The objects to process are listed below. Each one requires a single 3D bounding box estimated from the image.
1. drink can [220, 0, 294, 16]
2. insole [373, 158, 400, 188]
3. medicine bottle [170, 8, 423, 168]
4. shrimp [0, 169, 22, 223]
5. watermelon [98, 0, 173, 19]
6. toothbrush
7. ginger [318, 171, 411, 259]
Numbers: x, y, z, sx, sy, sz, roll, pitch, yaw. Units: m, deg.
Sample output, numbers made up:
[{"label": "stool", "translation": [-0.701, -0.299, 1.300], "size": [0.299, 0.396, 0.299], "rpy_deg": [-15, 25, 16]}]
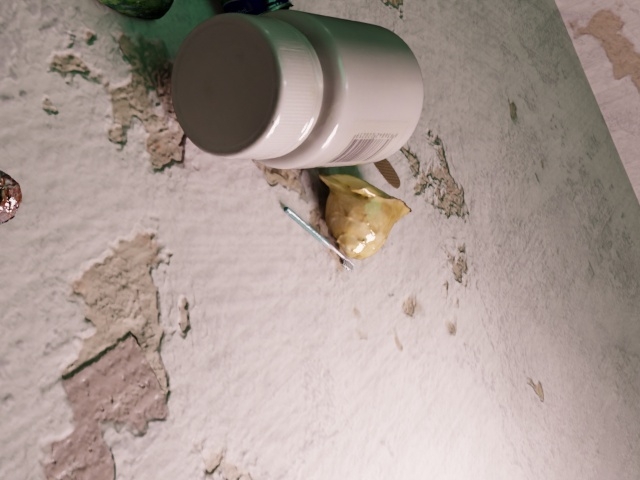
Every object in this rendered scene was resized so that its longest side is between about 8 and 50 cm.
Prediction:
[{"label": "drink can", "translation": [-0.131, -0.419, 1.339], "size": [0.235, 0.097, 0.097], "rpy_deg": [63, 34, -10]}, {"label": "insole", "translation": [0.098, -0.137, 1.603], "size": [0.135, 0.002, 0.045], "rpy_deg": [49, 39, -29]}, {"label": "medicine bottle", "translation": [-0.025, -0.201, 1.277], "size": [0.340, 0.208, 0.208], "rpy_deg": [-10, 82, -56]}, {"label": "shrimp", "translation": [-0.359, -0.077, 0.869], "size": [0.190, 0.075, 0.073], "rpy_deg": [37, 77, -25]}, {"label": "watermelon", "translation": [-0.271, -0.360, 1.159], "size": [0.207, 0.136, 0.202], "rpy_deg": [15, 17, -21]}, {"label": "toothbrush", "translation": [0.000, 0.000, 1.387], "size": [0.167, 0.011, 0.014], "rpy_deg": [41, 49, -37]}, {"label": "ginger", "translation": [0.072, -0.030, 1.447], "size": [0.193, 0.115, 0.122], "rpy_deg": [12, 85, -60]}]
